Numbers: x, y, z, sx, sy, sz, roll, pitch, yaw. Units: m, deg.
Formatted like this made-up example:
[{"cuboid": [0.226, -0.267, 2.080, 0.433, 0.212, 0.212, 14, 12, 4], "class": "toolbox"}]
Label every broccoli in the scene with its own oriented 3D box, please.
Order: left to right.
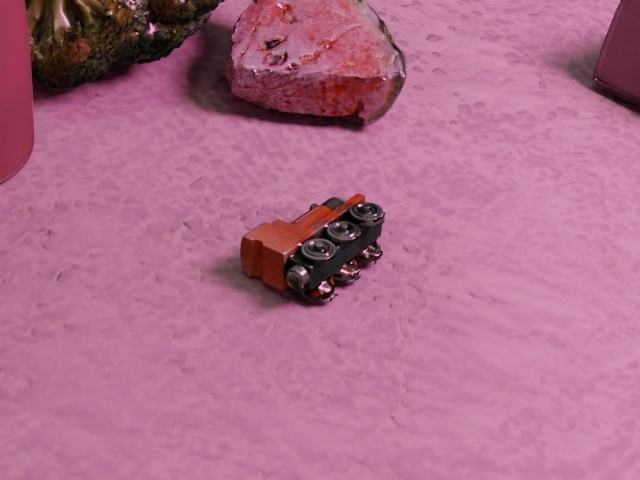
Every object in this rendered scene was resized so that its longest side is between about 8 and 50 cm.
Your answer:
[{"cuboid": [-0.179, -0.257, 0.967, 0.254, 0.269, 0.269, -7, 31, 27], "class": "broccoli"}]

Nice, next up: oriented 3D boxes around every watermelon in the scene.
[{"cuboid": [-0.024, -0.151, 1.014, 0.139, 0.071, 0.187, -26, 59, -28], "class": "watermelon"}]

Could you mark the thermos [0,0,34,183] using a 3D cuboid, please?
[{"cuboid": [-0.257, -0.163, 0.814, 0.146, 0.265, 0.176, -12, 45, -26], "class": "thermos"}]

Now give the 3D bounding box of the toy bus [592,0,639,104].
[{"cuboid": [0.395, -0.119, 1.039, 0.317, 0.112, 0.138, 34, 34, 25], "class": "toy bus"}]

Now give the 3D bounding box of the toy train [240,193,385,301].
[{"cuboid": [0.000, 0.000, 0.850, 0.064, 0.044, 0.103, 22, 39, 31], "class": "toy train"}]
